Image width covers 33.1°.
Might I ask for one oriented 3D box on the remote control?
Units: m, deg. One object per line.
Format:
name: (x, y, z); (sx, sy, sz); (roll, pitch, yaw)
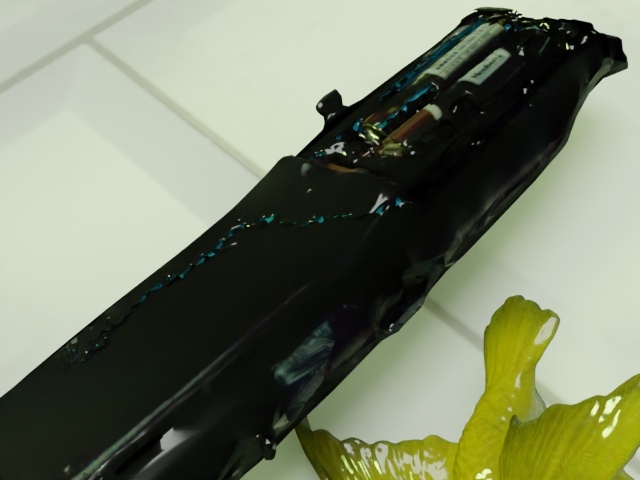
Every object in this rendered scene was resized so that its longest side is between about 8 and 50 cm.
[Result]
remote control: (0.000, 0.000, 0.518); (0.144, 0.062, 0.399); (16, 49, 45)

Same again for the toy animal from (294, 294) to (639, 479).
toy animal: (0.088, 0.105, 0.437); (0.095, 0.219, 0.155); (-24, 89, -34)
